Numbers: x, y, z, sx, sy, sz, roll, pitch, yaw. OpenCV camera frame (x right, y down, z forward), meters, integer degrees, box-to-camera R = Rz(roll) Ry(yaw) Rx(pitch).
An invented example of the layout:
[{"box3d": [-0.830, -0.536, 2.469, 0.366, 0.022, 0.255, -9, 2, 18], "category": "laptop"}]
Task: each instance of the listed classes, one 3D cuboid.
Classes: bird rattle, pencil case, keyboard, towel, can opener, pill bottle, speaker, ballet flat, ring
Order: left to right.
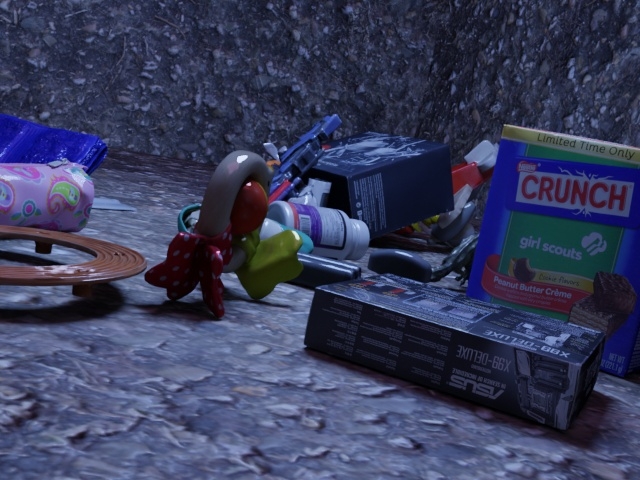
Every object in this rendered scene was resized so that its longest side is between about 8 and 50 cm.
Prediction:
[{"box3d": [-0.374, 0.020, 0.961, 0.337, 0.032, 0.336, 7, 7, -1], "category": "ring"}, {"box3d": [-0.462, -0.069, 1.219, 0.124, 0.124, 0.284, 16, 9, 25], "category": "pencil case"}, {"box3d": [-0.592, -0.166, 1.574, 0.308, 0.076, 0.227, 12, 37, 5], "category": "towel"}, {"box3d": [-0.488, -0.075, 1.649, 0.072, 0.014, 0.256, 24, 13, 35], "category": "keyboard"}, {"box3d": [-0.126, -0.018, 1.075, 0.143, 0.206, 0.253, 13, 3, 24], "category": "bird rattle"}, {"box3d": [-0.137, -0.011, 1.408, 0.247, 0.083, 0.087, 10, -27, 15], "category": "ballet flat"}, {"box3d": [-0.014, -0.076, 1.922, 0.055, 0.136, 0.055, 12, 7, -1], "category": "speaker"}, {"box3d": [-0.008, -0.010, 1.545, 0.194, 0.108, 0.108, 8, 9, -33], "category": "pill bottle"}, {"box3d": [0.039, 0.045, 1.312, 0.280, 0.093, 0.074, 9, 7, 16], "category": "can opener"}]

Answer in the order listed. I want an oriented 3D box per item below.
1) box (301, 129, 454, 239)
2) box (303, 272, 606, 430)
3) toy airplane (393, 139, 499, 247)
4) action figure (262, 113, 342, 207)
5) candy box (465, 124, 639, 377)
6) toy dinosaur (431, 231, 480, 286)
[{"box3d": [0.110, -0.148, 2.105, 0.313, 0.178, 0.343, -19, 22, -29], "category": "box"}, {"box3d": [0.170, 0.118, 0.987, 0.308, 0.076, 0.242, 15, 8, 23], "category": "box"}, {"box3d": [0.388, -0.115, 2.352, 0.386, 0.272, 0.384, -28, 11, -24], "category": "toy airplane"}, {"box3d": [-0.066, -0.111, 1.758, 0.178, 0.341, 0.330, 50, -4, -27], "category": "action figure"}, {"box3d": [0.380, 0.007, 1.225, 0.268, 0.317, 0.122, 17, 9, 36], "category": "candy box"}, {"box3d": [0.297, 0.019, 1.622, 0.064, 0.268, 0.118, 38, -17, 27], "category": "toy dinosaur"}]
